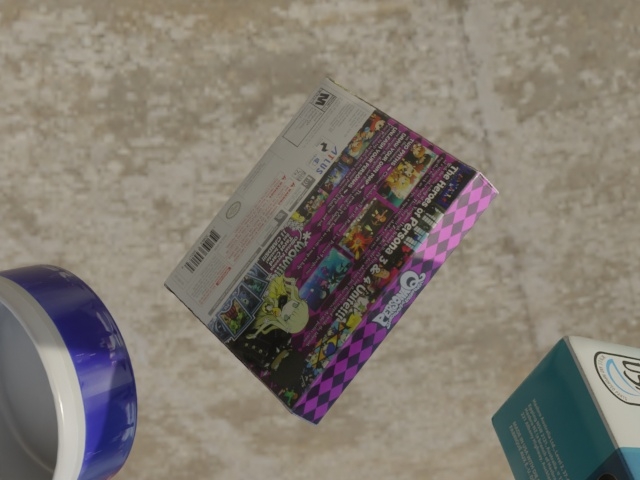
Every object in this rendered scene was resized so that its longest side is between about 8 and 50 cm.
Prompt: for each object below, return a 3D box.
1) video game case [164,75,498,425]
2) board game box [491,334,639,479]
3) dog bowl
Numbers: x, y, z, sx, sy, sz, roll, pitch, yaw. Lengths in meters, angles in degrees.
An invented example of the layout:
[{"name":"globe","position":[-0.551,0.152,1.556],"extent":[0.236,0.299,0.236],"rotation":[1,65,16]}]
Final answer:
[{"name":"video game case","position":[0.000,0.000,0.991],"extent":[0.232,0.210,0.042],"rotation":[-52,135,0]},{"name":"board game box","position":[0.281,0.190,0.637],"extent":[0.336,0.253,0.079],"rotation":[11,130,-28]},{"name":"dog bowl","position":[-0.323,0.161,1.336],"extent":[0.104,0.264,0.265],"rotation":[-15,170,-47]}]
